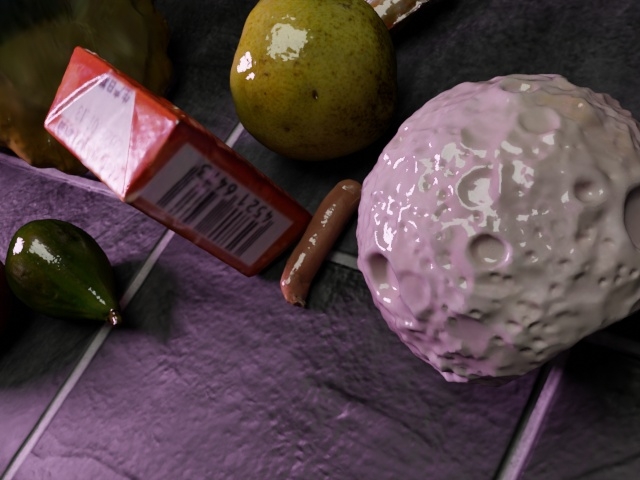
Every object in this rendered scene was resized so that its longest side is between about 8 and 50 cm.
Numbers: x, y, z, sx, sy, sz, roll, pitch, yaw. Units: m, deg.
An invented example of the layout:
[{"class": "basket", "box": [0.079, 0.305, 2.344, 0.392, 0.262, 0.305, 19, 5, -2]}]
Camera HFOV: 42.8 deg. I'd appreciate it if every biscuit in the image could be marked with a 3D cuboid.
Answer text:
[{"class": "biscuit", "box": [-0.340, -0.262, 1.080, 0.078, 0.329, 0.335, -24, 31, 56]}]

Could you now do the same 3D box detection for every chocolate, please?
[{"class": "chocolate", "box": [-0.158, -0.080, 0.892, 0.235, 0.237, 0.108, 37, 92, 40]}]

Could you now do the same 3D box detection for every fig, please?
[{"class": "fig", "box": [-0.282, 0.048, 0.951, 0.178, 0.117, 0.117, 26, 71, 20]}]

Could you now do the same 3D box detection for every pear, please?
[{"class": "pear", "box": [0.000, -0.185, 0.912, 0.197, 0.197, 0.197, -14, 53, 18]}]

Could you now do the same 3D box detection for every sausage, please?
[{"class": "sausage", "box": [0.000, 0.000, 0.879, 0.042, 0.036, 0.158, 19, 68, 25]}]

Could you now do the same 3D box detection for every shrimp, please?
[{"class": "shrimp", "box": [0.047, -0.296, 1.058, 0.296, 0.058, 0.169, -32, 47, 9]}]

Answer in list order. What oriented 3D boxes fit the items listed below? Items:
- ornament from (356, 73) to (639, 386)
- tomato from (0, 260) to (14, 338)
[{"class": "ornament", "box": [0.153, -0.016, 0.665, 0.259, 0.259, 0.225, -31, 76, 4]}, {"class": "tomato", "box": [-0.449, 0.060, 0.984, 0.151, 0.187, 0.187, 4, 50, -17]}]
